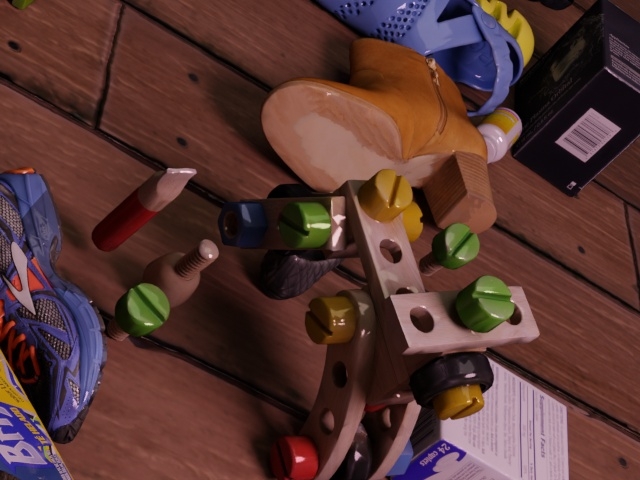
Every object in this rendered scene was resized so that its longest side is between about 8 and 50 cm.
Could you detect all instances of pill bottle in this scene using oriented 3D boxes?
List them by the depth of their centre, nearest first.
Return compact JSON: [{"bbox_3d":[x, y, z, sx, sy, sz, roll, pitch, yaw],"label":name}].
[{"bbox_3d":[0.185,-0.111,1.640,0.043,0.043,0.083,45,34,0],"label":"pill bottle"}]

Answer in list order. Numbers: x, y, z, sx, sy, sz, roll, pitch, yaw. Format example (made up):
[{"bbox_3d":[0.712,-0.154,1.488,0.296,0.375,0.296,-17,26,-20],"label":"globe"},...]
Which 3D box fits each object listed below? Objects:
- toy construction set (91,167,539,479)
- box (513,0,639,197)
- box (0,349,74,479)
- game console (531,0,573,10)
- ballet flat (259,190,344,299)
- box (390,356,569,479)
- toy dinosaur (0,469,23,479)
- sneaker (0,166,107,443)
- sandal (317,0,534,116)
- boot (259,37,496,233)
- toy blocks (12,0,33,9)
[{"bbox_3d":[0.011,0.025,1.111,0.309,0.237,0.257,23,59,-21],"label":"toy construction set"},{"bbox_3d":[0.300,-0.162,1.714,0.093,0.156,0.158,33,36,-16],"label":"box"},{"bbox_3d":[-0.224,0.110,0.969,0.054,0.059,0.169,-14,64,-49],"label":"box"},{"bbox_3d":[0.146,-0.356,1.745,0.361,0.044,0.213,38,21,32],"label":"game console"},{"bbox_3d":[0.000,0.000,1.326,0.057,0.049,0.173,44,34,-3],"label":"ballet flat"},{"bbox_3d":[0.134,0.168,1.271,0.137,0.072,0.126,32,36,-17],"label":"box"},{"bbox_3d":[-0.181,0.212,0.860,0.313,0.121,0.160,56,28,3],"label":"toy dinosaur"},{"bbox_3d":[-0.213,0.047,1.046,0.087,0.083,0.221,-5,51,-32],"label":"sneaker"},{"bbox_3d":[0.104,-0.236,1.623,0.317,0.126,0.138,27,42,-22],"label":"sandal"},{"bbox_3d":[0.045,-0.131,1.480,0.295,0.104,0.211,25,33,-34],"label":"boot"},{"bbox_3d":[-0.313,-0.351,1.279,0.261,0.190,0.381,32,44,4],"label":"toy blocks"}]
